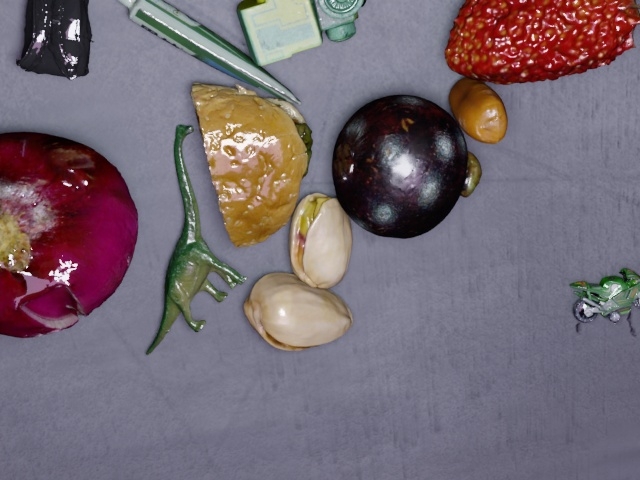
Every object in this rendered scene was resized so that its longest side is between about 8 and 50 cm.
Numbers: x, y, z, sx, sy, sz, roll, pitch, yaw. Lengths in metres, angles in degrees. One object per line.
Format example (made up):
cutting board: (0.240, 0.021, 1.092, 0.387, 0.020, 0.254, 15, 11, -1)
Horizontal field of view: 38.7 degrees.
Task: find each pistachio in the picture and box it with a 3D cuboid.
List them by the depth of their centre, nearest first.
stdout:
pistachio: (0.000, 0.000, 1.844, 0.145, 0.117, 0.200, -18, 114, -44)
pistachio: (-0.046, 0.152, 1.890, 0.229, 0.157, 0.157, 15, 111, -29)

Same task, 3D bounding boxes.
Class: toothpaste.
toothpaste: (-0.205, -0.352, 1.669, 0.392, 0.099, 0.061, 30, 99, -16)

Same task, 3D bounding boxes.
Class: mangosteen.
mangosteen: (0.161, -0.138, 1.725, 0.288, 0.288, 0.288, -3, 114, -8)

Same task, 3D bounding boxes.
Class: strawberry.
strawberry: (0.404, -0.406, 1.674, 0.343, 0.292, 0.292, -25, 118, 29)

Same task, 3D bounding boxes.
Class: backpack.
backpack: (-0.458, -0.369, 1.607, 0.120, 0.106, 0.165, 13, 95, 8)

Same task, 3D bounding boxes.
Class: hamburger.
hamburger: (-0.111, -0.160, 1.725, 0.209, 0.162, 0.330, -17, 110, 0)

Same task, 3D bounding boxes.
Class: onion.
onion: (-0.505, 0.007, 1.682, 0.398, 0.398, 0.420, -29, 157, 4)

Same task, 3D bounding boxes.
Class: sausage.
sausage: (0.295, -0.244, 1.711, 0.098, 0.238, 0.098, -2, 112, -5)

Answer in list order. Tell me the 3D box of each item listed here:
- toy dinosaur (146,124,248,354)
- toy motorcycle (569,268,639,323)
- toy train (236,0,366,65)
toy dinosaur: (-0.299, 0.021, 1.824, 0.301, 0.087, 0.447, 41, 106, -10)
toy motorcycle: (0.649, 0.120, 2.025, 0.190, 0.074, 0.106, -12, 105, -3)
toy train: (-0.060, -0.511, 1.593, 0.237, 0.150, 0.369, -16, 114, 5)
